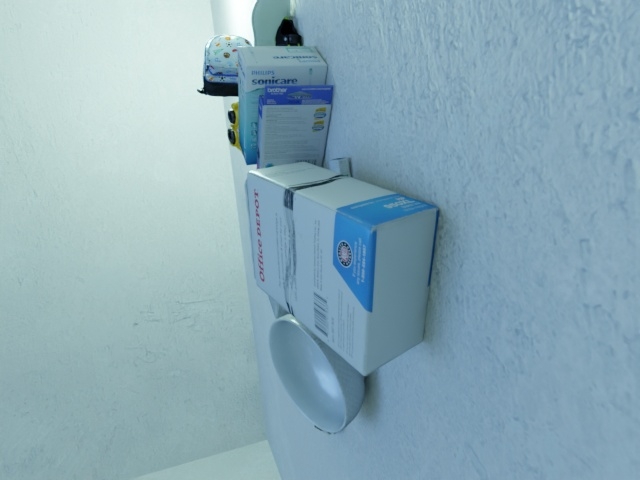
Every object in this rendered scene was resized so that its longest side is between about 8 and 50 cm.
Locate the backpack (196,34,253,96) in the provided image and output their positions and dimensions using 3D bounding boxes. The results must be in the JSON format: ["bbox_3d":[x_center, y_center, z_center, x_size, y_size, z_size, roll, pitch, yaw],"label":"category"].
[{"bbox_3d":[-0.401,-0.779,1.839,0.213,0.276,0.264,124,142,-58],"label":"backpack"}]

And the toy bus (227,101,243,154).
[{"bbox_3d":[-0.323,-0.500,1.915,0.211,0.149,0.220,50,144,36],"label":"toy bus"}]

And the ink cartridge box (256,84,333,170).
[{"bbox_3d":[-0.077,-0.286,1.135,0.311,0.185,0.065,102,155,-47],"label":"ink cartridge box"}]

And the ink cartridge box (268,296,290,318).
[{"bbox_3d":[-0.061,0.151,1.281,0.140,0.190,0.082,-118,27,-46],"label":"ink cartridge box"}]

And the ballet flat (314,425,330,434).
[{"bbox_3d":[0.027,0.642,1.447,0.067,0.073,0.206,52,159,13],"label":"ballet flat"}]

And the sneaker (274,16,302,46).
[{"bbox_3d":[-0.094,-0.560,1.234,0.097,0.084,0.235,122,137,-62],"label":"sneaker"}]

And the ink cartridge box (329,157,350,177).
[{"bbox_3d":[0.054,-0.148,1.044,0.063,0.029,0.115,-154,51,-69],"label":"ink cartridge box"}]

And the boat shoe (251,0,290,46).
[{"bbox_3d":[-0.161,-0.702,1.333,0.319,0.116,0.099,122,153,-67],"label":"boat shoe"}]

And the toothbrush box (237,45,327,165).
[{"bbox_3d":[-0.115,-0.373,1.168,0.296,0.216,0.126,99,155,-46],"label":"toothbrush box"}]

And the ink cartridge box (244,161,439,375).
[{"bbox_3d":[0.019,0.024,0.842,0.394,0.166,0.286,29,128,46],"label":"ink cartridge box"}]

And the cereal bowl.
[{"bbox_3d":[0.004,0.346,1.173,0.338,0.141,0.339,31,132,40],"label":"cereal bowl"}]
